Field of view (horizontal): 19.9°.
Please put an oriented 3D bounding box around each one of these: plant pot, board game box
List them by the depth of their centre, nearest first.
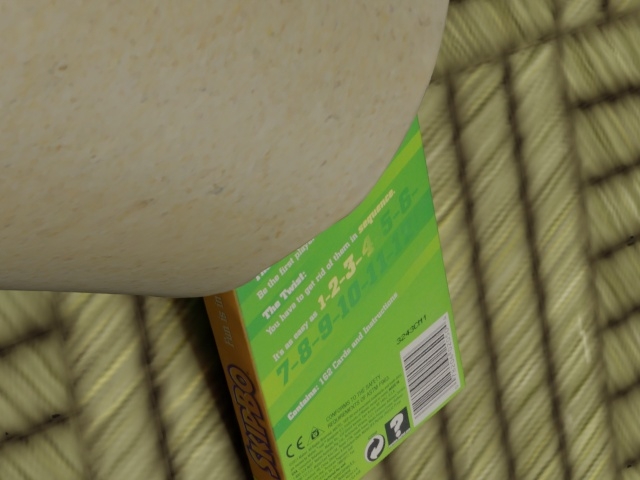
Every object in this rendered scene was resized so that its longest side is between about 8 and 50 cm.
[{"bbox_3d":[-0.127,-0.112,0.584,0.305,0.334,0.333,15,86,-51],"label":"plant pot"},{"bbox_3d":[0.000,0.000,0.825,0.124,0.039,0.259,-37,135,-30],"label":"board game box"}]
